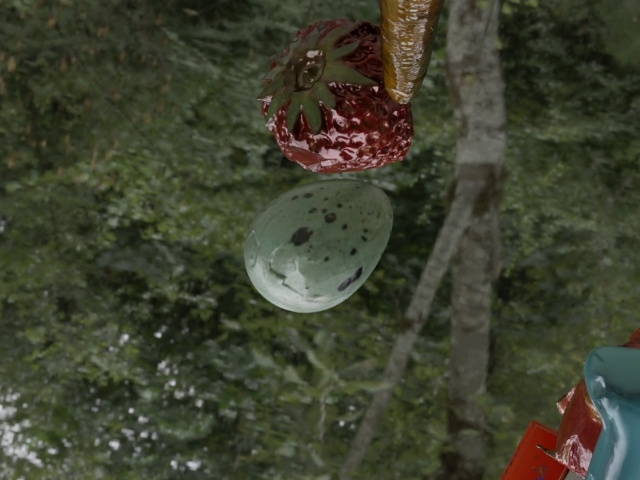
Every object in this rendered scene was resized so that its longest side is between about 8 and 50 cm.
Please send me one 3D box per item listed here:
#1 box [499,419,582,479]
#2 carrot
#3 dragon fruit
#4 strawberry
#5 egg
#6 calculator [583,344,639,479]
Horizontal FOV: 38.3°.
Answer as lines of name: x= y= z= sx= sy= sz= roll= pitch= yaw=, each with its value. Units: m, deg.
box: x=0.371 y=0.359 z=1.269 sx=0.245 sy=0.139 sz=0.035 roll=27 pitch=-175 yaw=-3
carrot: x=0.086 y=-0.210 z=0.929 sx=0.066 sy=0.066 sz=0.314 roll=15 pitch=166 yaw=5
dragon fruit: x=0.395 y=0.219 z=1.101 sx=0.224 sy=0.227 sz=0.224 roll=45 pitch=174 yaw=6
strawberry: x=0.040 y=-0.171 z=1.221 sx=0.205 sy=0.205 sz=0.244 roll=17 pitch=173 yaw=35
egg: x=0.000 y=0.000 z=0.944 sx=0.131 sy=0.164 sz=0.131 roll=51 pitch=-176 yaw=-4
calculator: x=0.327 y=0.224 z=0.575 sx=0.386 sy=0.256 sz=0.054 roll=19 pitch=-156 yaw=27
